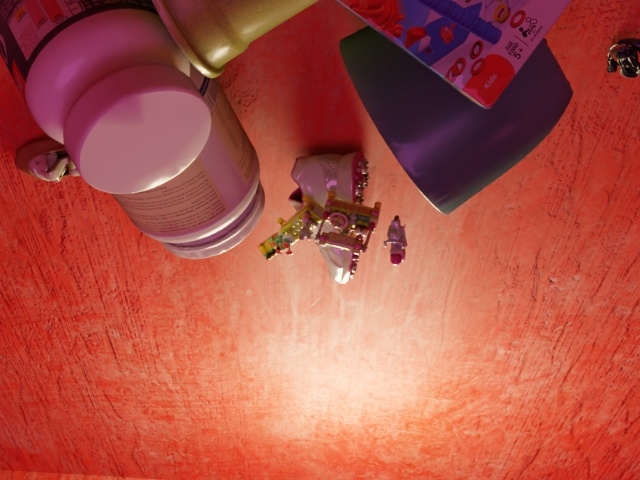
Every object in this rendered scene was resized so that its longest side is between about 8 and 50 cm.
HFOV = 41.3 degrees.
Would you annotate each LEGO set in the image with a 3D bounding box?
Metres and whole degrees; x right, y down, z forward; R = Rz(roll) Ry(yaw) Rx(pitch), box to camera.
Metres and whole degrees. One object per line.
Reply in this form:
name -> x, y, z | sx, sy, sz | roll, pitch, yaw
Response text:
LEGO set -> 0.000, 0.000, 1.454 | 0.287, 0.107, 0.132 | -3, 132, 23

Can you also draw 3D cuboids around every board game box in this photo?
board game box -> 0.145, -0.352, 0.899 | 0.302, 0.086, 0.308 | 32, 104, -12

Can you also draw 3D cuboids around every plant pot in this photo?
plant pot -> 0.203, -0.220, 1.185 | 0.235, 0.293, 0.293 | -31, 131, 18
plant pot -> -0.074, -0.377, 1.045 | 0.254, 0.276, 0.276 | -21, 137, 10

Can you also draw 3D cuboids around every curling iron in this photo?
curling iron -> 0.542, -0.241, 1.320 | 0.274, 0.035, 0.068 | 22, 159, -29

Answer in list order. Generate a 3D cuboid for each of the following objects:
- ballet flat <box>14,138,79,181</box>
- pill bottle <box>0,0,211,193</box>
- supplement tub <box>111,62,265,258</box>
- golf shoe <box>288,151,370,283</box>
ballet flat -> -0.447, -0.142, 1.490 | 0.232, 0.073, 0.080 | -12, 138, 20
pill bottle -> -0.293, -0.247, 1.080 | 0.210, 0.363, 0.210 | -25, 151, -15
supplement tub -> -0.236, -0.144, 1.342 | 0.235, 0.235, 0.325 | -9, 140, 15
golf shoe -> 0.014, -0.044, 1.562 | 0.140, 0.115, 0.306 | 8, 134, 8
